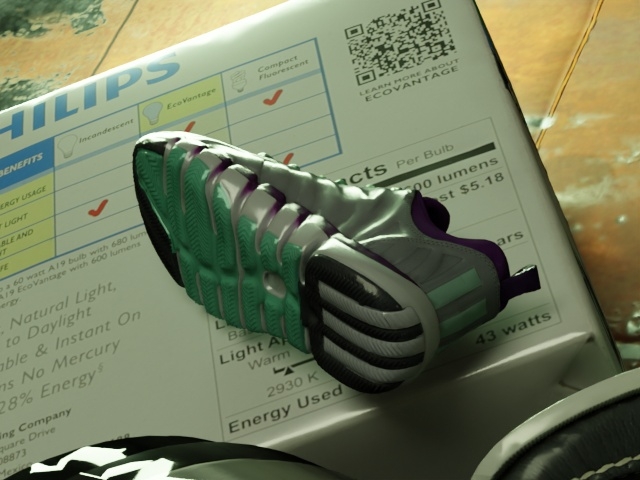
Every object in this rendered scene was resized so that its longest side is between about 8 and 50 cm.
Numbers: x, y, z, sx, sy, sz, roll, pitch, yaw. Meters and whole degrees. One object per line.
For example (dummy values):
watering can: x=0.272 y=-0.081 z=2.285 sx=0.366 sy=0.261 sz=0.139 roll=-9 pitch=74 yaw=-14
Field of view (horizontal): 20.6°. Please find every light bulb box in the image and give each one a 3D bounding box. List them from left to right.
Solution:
light bulb box: x=-0.023 y=0.064 z=1.002 sx=0.358 sy=0.225 sz=0.361 roll=-20 pitch=39 yaw=7

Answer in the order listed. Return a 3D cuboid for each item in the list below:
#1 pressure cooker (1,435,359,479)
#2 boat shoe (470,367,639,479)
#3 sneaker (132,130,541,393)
pressure cooker: x=-0.016 y=0.270 z=0.658 sx=0.420 sy=0.370 sz=0.375 roll=20 pitch=74 yaw=43
boat shoe: x=0.213 y=0.114 z=0.803 sx=0.302 sy=0.114 sz=0.091 roll=-8 pitch=45 yaw=-21
sneaker: x=0.000 y=0.000 z=0.842 sx=0.098 sy=0.083 sz=0.223 roll=-21 pitch=36 yaw=-31
